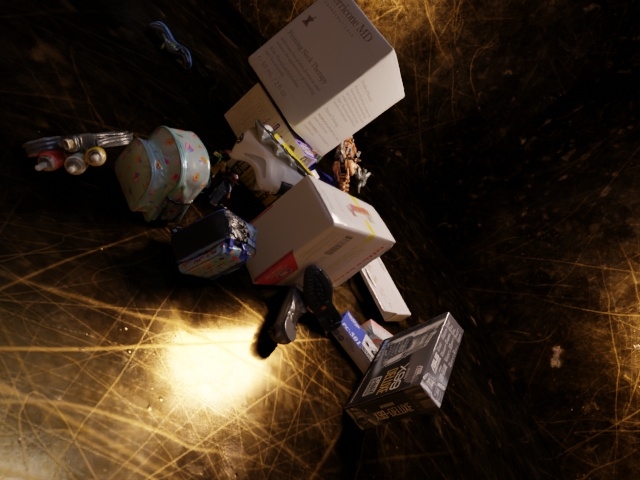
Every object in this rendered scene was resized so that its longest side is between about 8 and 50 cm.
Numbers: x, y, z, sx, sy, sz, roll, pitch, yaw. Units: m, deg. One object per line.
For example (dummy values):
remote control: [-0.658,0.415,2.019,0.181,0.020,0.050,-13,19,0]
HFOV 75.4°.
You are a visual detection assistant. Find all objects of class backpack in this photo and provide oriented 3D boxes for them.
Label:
backpack: [-0.218,0.016,0.917,0.173,0.159,0.116,33,36,-63]
backpack: [-0.331,-0.147,0.877,0.145,0.189,0.165,10,48,-59]

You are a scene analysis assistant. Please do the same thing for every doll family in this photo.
doll family: [-0.271,-0.184,1.148,0.076,0.111,0.192,13,45,-57]

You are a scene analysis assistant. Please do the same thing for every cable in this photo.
cable: [-0.470,-0.179,0.830,0.287,0.140,0.072,-116,-161,-72]

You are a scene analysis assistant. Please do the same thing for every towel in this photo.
towel: [-0.012,-0.207,1.746,0.228,0.076,0.308,32,28,-33]

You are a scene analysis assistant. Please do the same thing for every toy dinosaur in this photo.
toy dinosaur: [0.103,-0.308,1.790,0.165,0.321,0.218,19,-14,23]

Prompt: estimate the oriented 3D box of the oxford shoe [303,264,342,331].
oxford shoe: [-0.010,0.150,1.147,0.096,0.083,0.227,-129,-160,-52]

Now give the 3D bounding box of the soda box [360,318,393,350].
soda box: [0.204,0.336,1.368,0.183,0.058,0.062,39,26,-29]

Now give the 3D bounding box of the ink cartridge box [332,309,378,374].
ink cartridge box: [0.117,0.319,1.240,0.207,0.046,0.097,53,22,0]

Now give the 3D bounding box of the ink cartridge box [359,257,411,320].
ink cartridge box: [0.212,0.170,1.617,0.261,0.066,0.296,18,40,-54]

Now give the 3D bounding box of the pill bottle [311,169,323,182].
pill bottle: [-0.013,-0.138,1.519,0.221,0.121,0.121,61,21,-8]

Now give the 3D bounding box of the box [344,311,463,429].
box: [0.227,0.336,1.086,0.076,0.243,0.307,53,37,-2]

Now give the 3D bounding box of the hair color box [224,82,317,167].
hair color box: [-0.184,-0.373,1.501,0.338,0.185,0.110,59,21,15]

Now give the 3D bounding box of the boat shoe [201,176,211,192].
boat shoe: [-0.320,-0.142,1.045,0.083,0.065,0.183,37,22,-33]

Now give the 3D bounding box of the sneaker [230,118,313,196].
sneaker: [-0.116,-0.177,1.185,0.330,0.146,0.122,43,11,-27]

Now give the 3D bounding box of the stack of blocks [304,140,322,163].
stack of blocks: [-0.064,-0.510,1.879,0.297,0.171,0.087,51,17,30]

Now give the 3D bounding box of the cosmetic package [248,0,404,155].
cosmetic package: [0.032,-0.579,1.475,0.329,0.394,0.327,58,12,15]

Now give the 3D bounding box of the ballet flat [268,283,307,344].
ballet flat: [-0.081,0.185,1.054,0.084,0.058,0.249,63,16,-17]

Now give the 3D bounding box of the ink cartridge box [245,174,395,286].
ink cartridge box: [0.000,0.000,1.186,0.385,0.279,0.160,15,42,-57]

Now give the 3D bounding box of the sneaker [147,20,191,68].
sneaker: [-0.533,-0.680,1.460,0.188,0.067,0.078,49,44,-14]

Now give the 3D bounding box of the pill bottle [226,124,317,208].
pill bottle: [-0.126,-0.188,1.334,0.334,0.188,0.187,47,23,-12]
